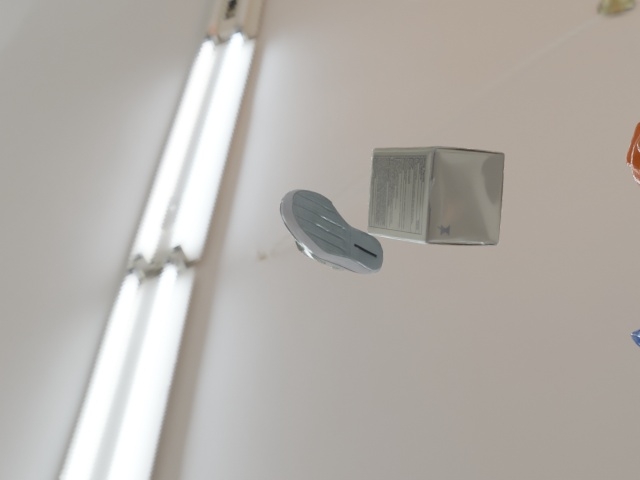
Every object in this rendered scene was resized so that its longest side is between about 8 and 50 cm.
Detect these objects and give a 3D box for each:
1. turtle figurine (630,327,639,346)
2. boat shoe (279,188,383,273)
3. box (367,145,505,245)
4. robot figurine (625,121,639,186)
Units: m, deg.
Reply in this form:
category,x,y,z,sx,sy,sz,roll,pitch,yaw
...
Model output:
category,x,y,z,sx,sy,sz,roll,pitch,yaw
turtle figurine,0.481,0.090,1.068,0.266,0.198,0.274,-17,174,-24
boat shoe,0.000,0.000,1.517,0.075,0.226,0.083,-10,-121,34
box,0.178,-0.072,1.711,0.126,0.149,0.232,2,-176,-21
robot figurine,0.525,-0.104,1.510,0.128,0.158,0.219,-43,-146,-4
